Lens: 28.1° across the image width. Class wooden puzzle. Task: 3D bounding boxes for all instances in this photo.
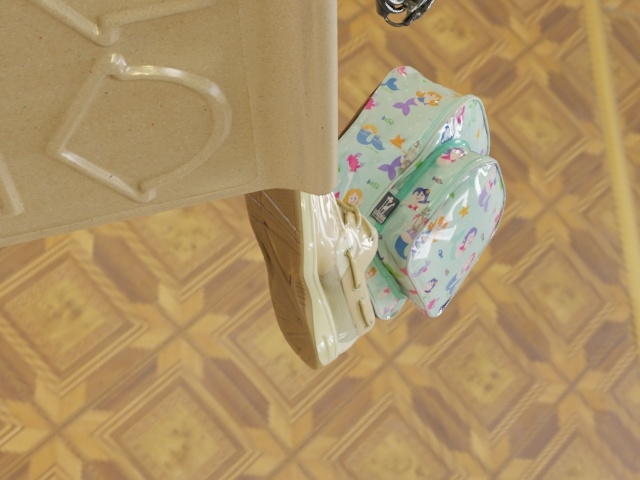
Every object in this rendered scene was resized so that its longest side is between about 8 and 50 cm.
[{"bbox_3d":[-0.168,-0.105,0.638,0.347,0.322,0.081,-8,60,-4],"label":"wooden puzzle"}]

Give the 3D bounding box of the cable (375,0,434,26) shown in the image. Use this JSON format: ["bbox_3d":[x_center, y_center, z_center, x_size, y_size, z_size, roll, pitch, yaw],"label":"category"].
[{"bbox_3d":[0.106,-0.329,1.363,0.047,0.150,0.184,25,71,32],"label":"cable"}]

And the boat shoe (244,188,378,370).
[{"bbox_3d":[0.000,0.000,1.247,0.098,0.302,0.109,-28,47,-18],"label":"boat shoe"}]

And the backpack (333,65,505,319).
[{"bbox_3d":[0.096,-0.055,1.415,0.191,0.225,0.254,23,72,24],"label":"backpack"}]
